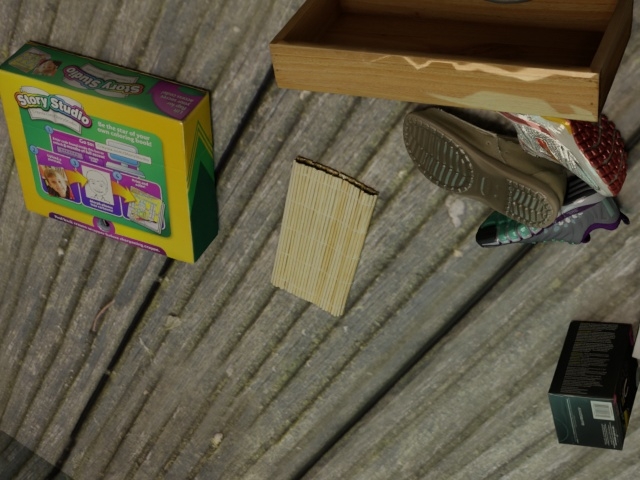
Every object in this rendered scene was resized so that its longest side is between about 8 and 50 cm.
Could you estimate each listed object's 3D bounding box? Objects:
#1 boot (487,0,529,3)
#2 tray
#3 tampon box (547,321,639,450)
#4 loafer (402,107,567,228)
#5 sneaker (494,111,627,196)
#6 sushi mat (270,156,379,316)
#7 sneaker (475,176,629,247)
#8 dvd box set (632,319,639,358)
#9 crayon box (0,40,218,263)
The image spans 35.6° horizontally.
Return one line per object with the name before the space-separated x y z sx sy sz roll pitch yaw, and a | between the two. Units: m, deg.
boot | 0.272 -0.404 1.162 0.262 0.091 0.229 1 123 25
tray | 0.165 -0.252 1.261 0.410 0.203 0.076 11 134 23
tampon box | 0.432 0.226 1.564 0.101 0.161 0.120 2 130 29
loafer | 0.237 -0.112 1.433 0.268 0.092 0.102 35 141 22
sneaker | 0.328 -0.146 1.360 0.225 0.088 0.092 45 145 -3
sushi mat | 0.000 0.000 1.723 0.151 0.019 0.317 25 137 11
sneaker | 0.336 -0.015 1.466 0.223 0.083 0.098 -23 119 41
dvd box set | 0.671 0.099 1.381 0.420 0.062 0.308 15 134 18
crayon box | -0.364 -0.151 1.741 0.362 0.106 0.313 17 134 16
